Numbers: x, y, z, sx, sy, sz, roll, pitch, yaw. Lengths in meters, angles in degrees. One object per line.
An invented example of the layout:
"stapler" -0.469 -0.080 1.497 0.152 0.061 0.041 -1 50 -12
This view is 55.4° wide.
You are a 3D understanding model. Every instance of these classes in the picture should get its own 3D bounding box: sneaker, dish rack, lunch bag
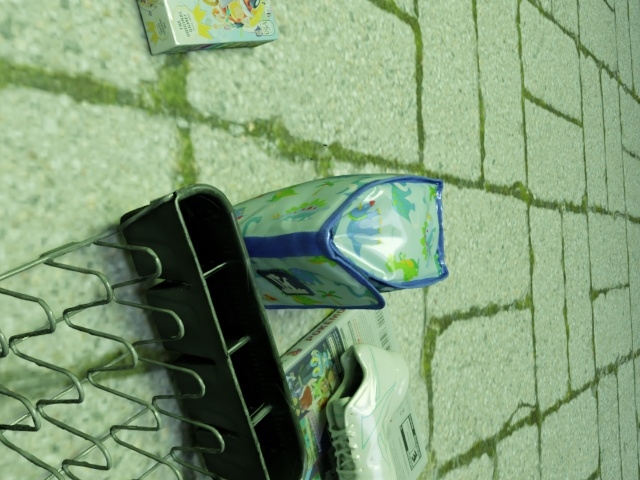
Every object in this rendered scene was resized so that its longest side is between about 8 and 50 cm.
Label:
"sneaker" 0.028 0.154 0.478 0.061 0.054 0.152 29 59 -37
"dish rack" -0.131 0.108 0.295 0.271 0.074 0.208 -32 111 -48
"lunch bag" 0.000 0.000 0.425 0.151 0.129 0.096 -2 88 -53

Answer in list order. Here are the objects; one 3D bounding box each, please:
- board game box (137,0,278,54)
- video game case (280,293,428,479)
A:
"board game box" -0.087 -0.209 0.413 0.103 0.026 0.154 -27 108 -49
"video game case" 0.025 0.167 0.529 0.183 0.023 0.201 -34 114 -48
